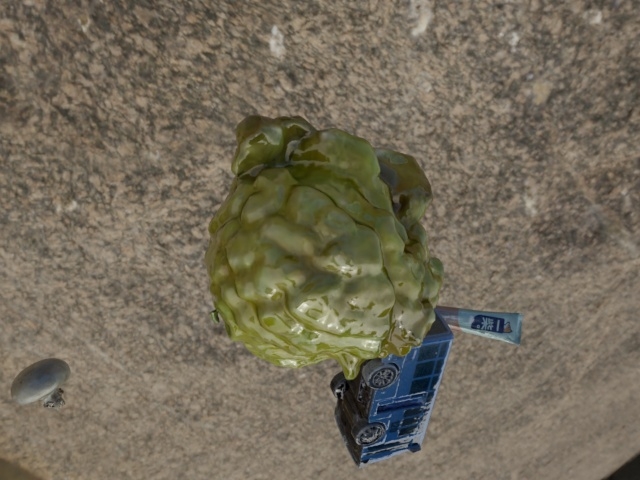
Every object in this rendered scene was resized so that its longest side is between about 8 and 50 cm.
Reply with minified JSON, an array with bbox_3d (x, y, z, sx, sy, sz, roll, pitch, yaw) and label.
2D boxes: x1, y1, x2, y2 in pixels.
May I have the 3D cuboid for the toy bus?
[{"bbox_3d":[0.096,0.196,0.789,0.133,0.116,0.234,-6,124,-20],"label":"toy bus"}]

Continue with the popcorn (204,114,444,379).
[{"bbox_3d":[0.000,0.000,0.517,0.237,0.206,0.251,-28,114,-38],"label":"popcorn"}]

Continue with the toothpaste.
[{"bbox_3d":[0.253,0.140,0.985,0.205,0.036,0.056,10,85,-1],"label":"toothpaste"}]

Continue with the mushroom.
[{"bbox_3d":[-0.409,0.220,0.835,0.085,0.085,0.079,-23,104,-12],"label":"mushroom"}]
